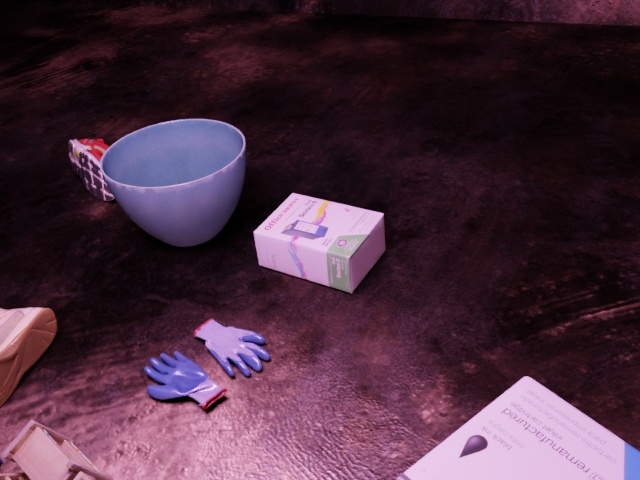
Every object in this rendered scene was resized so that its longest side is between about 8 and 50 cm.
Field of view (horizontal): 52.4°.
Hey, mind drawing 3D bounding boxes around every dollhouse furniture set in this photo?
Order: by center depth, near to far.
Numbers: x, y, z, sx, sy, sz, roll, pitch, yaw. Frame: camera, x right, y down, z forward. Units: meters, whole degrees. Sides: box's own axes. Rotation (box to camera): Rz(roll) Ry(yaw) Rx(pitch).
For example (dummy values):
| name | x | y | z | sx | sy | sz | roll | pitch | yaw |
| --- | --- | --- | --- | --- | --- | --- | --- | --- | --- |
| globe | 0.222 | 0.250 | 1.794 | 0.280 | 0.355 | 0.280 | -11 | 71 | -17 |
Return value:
| name | x | y | z | sx | sy | sz | roll | pitch | yaw |
| --- | --- | --- | --- | --- | --- | --- | --- | --- | --- |
| dollhouse furniture set | -0.354 | 0.361 | 0.843 | 0.181 | 0.101 | 0.161 | 26 | 70 | 35 |

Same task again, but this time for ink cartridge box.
| name | x | y | z | sx | sy | sz | roll | pitch | yaw |
| --- | --- | --- | --- | --- | --- | --- | --- | --- | --- |
| ink cartridge box | 0.194 | 0.366 | 0.670 | 0.394 | 0.166 | 0.285 | -28 | 41 | -28 |
| ink cartridge box | 0.000 | 0.000 | 1.269 | 0.212 | 0.093 | 0.154 | 14 | 40 | 27 |

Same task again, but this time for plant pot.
| name | x | y | z | sx | sy | sz | roll | pitch | yaw |
| --- | --- | --- | --- | --- | --- | --- | --- | --- | --- |
| plant pot | -0.288 | -0.102 | 1.357 | 0.290 | 0.196 | 0.290 | -3 | 35 | 2 |

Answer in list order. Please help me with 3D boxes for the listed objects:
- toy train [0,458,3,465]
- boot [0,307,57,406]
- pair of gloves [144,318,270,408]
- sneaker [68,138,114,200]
| name | x | y | z | sx | sy | sz | roll | pitch | yaw |
| --- | --- | --- | --- | --- | --- | --- | --- | --- | --- |
| toy train | -0.574 | 0.288 | 0.866 | 0.248 | 0.105 | 0.143 | 29 | 69 | 4 |
| boot | -0.596 | 0.193 | 1.073 | 0.203 | 0.095 | 0.262 | 7 | 37 | 16 |
| pair of gloves | -0.188 | 0.203 | 1.071 | 0.159 | 0.023 | 0.198 | 22 | 43 | 35 |
| sneaker | -0.532 | -0.192 | 1.599 | 0.118 | 0.107 | 0.279 | -16 | 39 | -31 |
